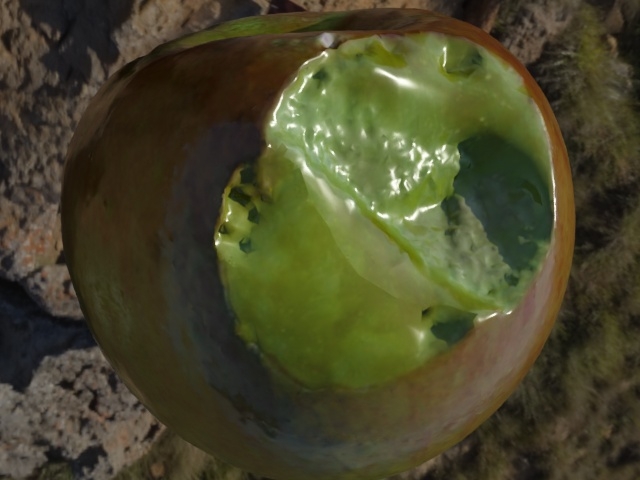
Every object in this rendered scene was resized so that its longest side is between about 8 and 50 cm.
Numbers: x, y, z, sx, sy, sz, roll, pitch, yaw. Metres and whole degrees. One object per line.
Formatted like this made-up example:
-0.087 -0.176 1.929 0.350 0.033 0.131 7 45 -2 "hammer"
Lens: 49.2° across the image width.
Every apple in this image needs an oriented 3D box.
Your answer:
0.000 0.000 0.487 0.339 0.339 0.340 -10 121 -18 "apple"
